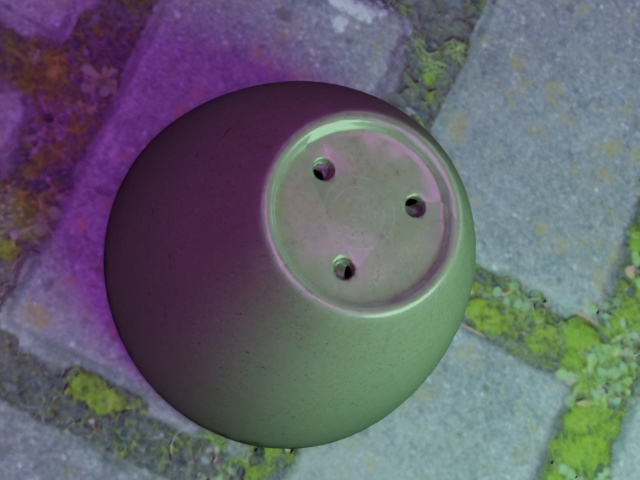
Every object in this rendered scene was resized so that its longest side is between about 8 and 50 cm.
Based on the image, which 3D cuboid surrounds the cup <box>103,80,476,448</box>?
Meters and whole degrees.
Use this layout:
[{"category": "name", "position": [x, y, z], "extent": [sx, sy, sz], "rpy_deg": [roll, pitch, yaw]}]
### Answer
[{"category": "cup", "position": [0.000, 0.000, 1.361], "extent": [0.331, 0.237, 0.331], "rpy_deg": [4, 77, -17]}]
